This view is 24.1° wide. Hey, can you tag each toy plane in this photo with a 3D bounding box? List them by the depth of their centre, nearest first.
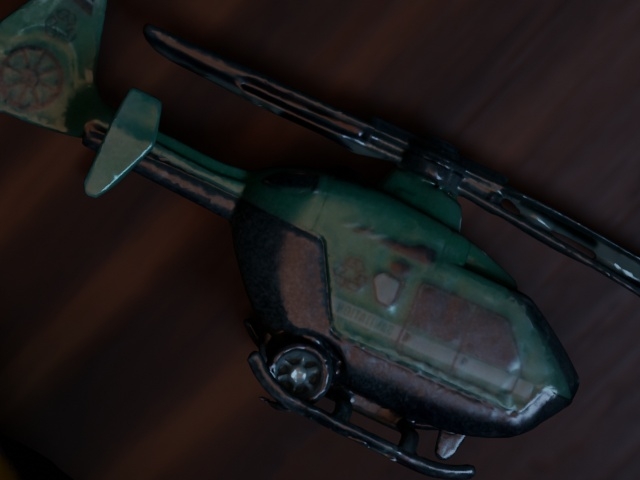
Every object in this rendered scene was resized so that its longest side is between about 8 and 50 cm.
[{"bbox_3d":[0.000,0.000,0.459,0.235,0.060,0.096,27,96,-7],"label":"toy plane"}]

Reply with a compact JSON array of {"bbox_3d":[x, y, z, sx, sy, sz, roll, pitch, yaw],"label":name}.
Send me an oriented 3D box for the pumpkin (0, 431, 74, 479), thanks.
[{"bbox_3d":[-0.145,0.153,0.498,0.130,0.149,0.254,22,103,-47],"label":"pumpkin"}]
